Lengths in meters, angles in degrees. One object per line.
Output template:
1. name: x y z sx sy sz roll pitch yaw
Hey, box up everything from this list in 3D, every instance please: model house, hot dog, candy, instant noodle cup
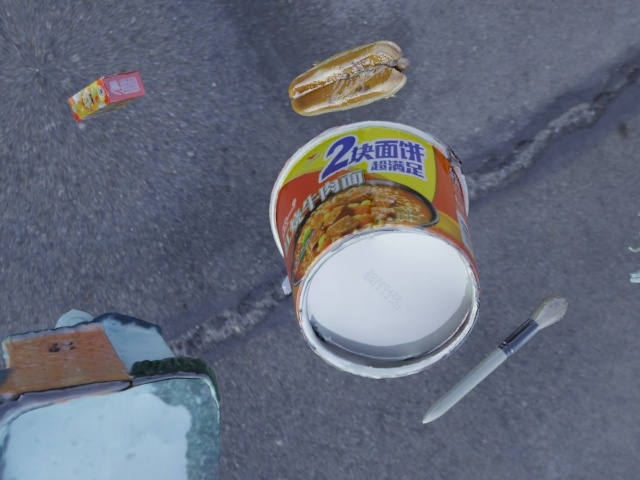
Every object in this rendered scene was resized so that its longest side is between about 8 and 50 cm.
1. model house: -0.274 0.181 0.990 0.253 0.291 0.184 -5 115 -22
2. hot dog: 0.049 -0.305 1.562 0.072 0.269 0.109 -11 90 -60
3. candy: -0.312 -0.210 1.188 0.062 0.122 0.038 -23 97 -40
4. instant noodle cup: 0.056 0.014 0.777 0.213 0.174 0.213 -2 121 -3

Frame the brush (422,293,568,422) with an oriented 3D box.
1. brush: 0.267 0.181 1.231 0.299 0.039 0.042 -39 137 -14

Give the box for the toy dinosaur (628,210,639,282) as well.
1. toy dinosaur: 0.493 -0.017 1.102 0.187 0.044 0.106 -30 95 9

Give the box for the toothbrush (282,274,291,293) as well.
1. toothbrush: 0.000 0.000 1.557 0.286 0.020 0.025 -55 149 -38
